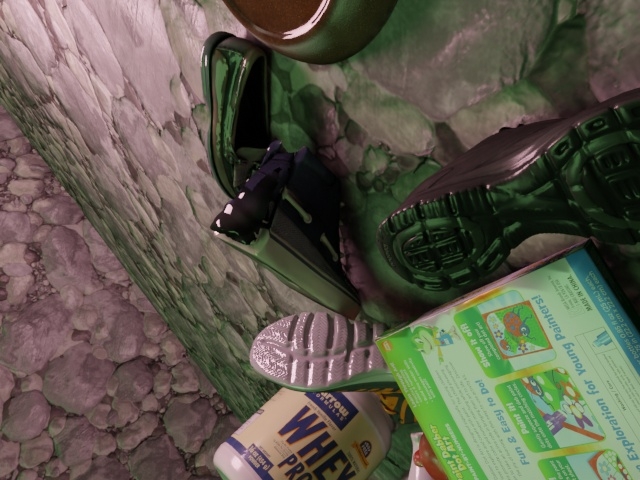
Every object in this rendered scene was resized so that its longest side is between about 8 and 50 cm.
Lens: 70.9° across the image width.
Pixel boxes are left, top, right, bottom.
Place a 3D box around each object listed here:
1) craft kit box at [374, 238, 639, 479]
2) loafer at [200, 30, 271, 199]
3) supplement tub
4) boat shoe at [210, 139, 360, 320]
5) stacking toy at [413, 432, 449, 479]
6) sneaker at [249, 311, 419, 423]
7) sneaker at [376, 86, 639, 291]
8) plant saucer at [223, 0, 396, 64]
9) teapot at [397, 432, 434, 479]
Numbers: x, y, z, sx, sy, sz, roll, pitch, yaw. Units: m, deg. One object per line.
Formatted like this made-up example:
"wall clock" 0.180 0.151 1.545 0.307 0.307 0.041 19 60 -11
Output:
"craft kit box" 0.212 0.163 0.448 0.246 0.061 0.250 -34 80 35
"loafer" -0.113 -0.160 0.664 0.084 0.096 0.268 25 138 26
"supplement tub" -0.013 0.389 0.868 0.235 0.324 0.236 35 146 28
"boat shoe" 0.000 0.000 0.664 0.127 0.158 0.340 23 167 33
"stacking toy" 0.290 0.341 0.588 0.280 0.130 0.309 56 151 -5
"sneaker" 0.064 0.202 0.658 0.320 0.125 0.180 -1 137 17
"sneaker" 0.178 -0.056 0.348 0.286 0.130 0.109 -16 117 35
"plant saucer" -0.048 -0.323 0.439 0.310 0.050 0.311 36 147 27
"teapot" 0.221 0.500 0.815 0.252 0.187 0.256 24 130 -4
